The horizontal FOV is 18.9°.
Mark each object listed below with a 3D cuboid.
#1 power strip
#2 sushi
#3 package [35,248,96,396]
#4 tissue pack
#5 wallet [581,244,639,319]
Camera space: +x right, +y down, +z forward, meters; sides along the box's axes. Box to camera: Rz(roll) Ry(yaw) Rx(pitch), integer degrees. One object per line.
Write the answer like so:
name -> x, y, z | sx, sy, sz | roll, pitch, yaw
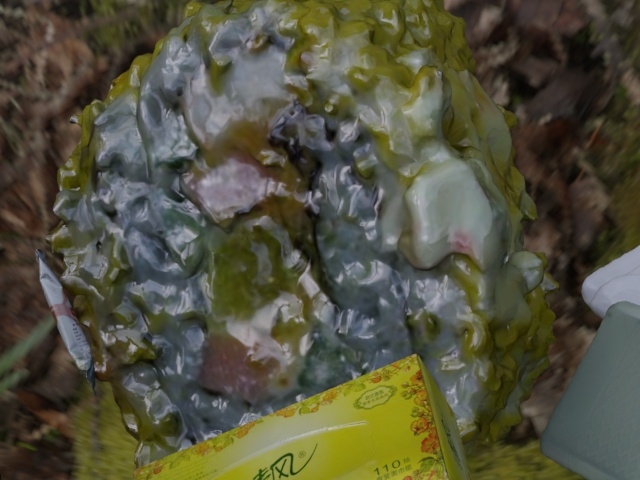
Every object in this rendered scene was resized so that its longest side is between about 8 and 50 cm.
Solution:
power strip -> 0.297, 0.155, 1.428 | 0.140, 0.224, 0.139 | 32, 86, -33
sushi -> 0.000, 0.000, 1.450 | 0.351, 0.240, 0.396 | -17, 93, 25
package -> -0.180, 0.058, 1.364 | 0.015, 0.037, 0.110 | -25, 66, -5
tissue pack -> -0.009, 0.142, 1.034 | 0.176, 0.062, 0.095 | -22, 44, 10
wallet -> 0.321, 0.063, 1.638 | 0.124, 0.032, 0.183 | -28, 48, -28
